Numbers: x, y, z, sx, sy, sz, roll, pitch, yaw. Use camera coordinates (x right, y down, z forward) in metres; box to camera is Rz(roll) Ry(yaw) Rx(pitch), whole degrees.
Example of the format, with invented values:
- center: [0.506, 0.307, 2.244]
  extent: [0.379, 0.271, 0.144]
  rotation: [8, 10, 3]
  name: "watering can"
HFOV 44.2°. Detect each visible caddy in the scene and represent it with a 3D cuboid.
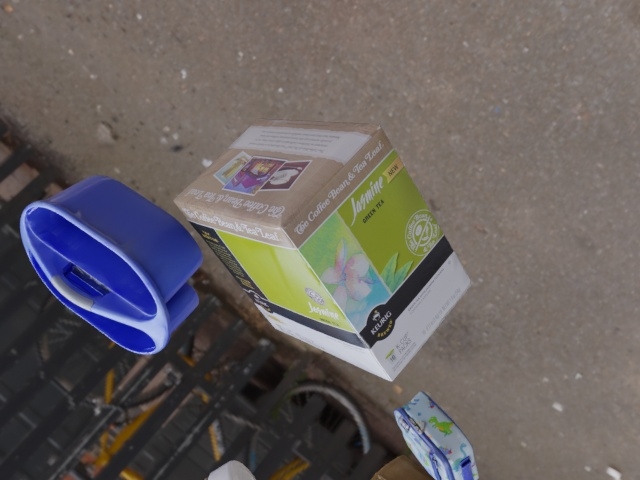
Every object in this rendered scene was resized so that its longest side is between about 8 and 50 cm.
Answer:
- center: [-0.363, 0.047, 1.343]
  extent: [0.341, 0.179, 0.241]
  rotation: [31, 137, 18]
  name: "caddy"

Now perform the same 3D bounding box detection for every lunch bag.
- center: [0.244, 0.423, 1.624]
  extent: [0.176, 0.090, 0.219]
  rotation: [45, 166, 37]
  name: "lunch bag"

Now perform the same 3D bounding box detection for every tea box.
- center: [0.000, 0.000, 1.238]
  extent: [0.329, 0.220, 0.324]
  rotation: [15, 147, 53]
  name: "tea box"

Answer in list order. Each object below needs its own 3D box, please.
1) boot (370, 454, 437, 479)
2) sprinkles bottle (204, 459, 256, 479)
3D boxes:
- center: [0.174, 0.522, 1.392]
  extent: [0.269, 0.236, 0.089]
  rotation: [27, 126, 40]
  name: "boot"
- center: [-0.267, 0.525, 1.377]
  extent: [0.121, 0.355, 0.121]
  rotation: [56, -174, -8]
  name: "sprinkles bottle"
